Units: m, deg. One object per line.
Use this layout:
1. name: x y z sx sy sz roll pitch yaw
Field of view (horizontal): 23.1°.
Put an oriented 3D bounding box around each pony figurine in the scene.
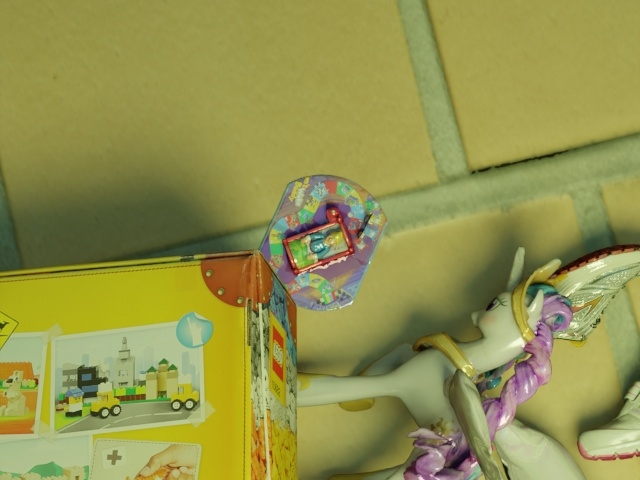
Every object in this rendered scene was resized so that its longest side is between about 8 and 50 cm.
1. pony figurine: 0.150 0.213 1.755 0.363 0.303 0.351 -28 54 18

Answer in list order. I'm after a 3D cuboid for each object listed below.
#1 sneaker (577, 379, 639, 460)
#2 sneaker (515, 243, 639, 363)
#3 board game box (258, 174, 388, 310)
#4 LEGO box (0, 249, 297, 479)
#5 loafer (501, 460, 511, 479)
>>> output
1. sneaker: 0.409 0.180 1.852 0.252 0.103 0.111 -26 79 -7
2. sneaker: 0.310 0.074 1.877 0.225 0.088 0.092 -29 90 6
3. board game box: 0.000 0.000 1.915 0.133 0.033 0.168 24 84 5
4. LEGO box: -0.288 0.231 1.740 0.500 0.193 0.372 -5 67 11
5. loafer: 0.282 0.301 1.864 0.061 0.062 0.170 -32 80 -42
